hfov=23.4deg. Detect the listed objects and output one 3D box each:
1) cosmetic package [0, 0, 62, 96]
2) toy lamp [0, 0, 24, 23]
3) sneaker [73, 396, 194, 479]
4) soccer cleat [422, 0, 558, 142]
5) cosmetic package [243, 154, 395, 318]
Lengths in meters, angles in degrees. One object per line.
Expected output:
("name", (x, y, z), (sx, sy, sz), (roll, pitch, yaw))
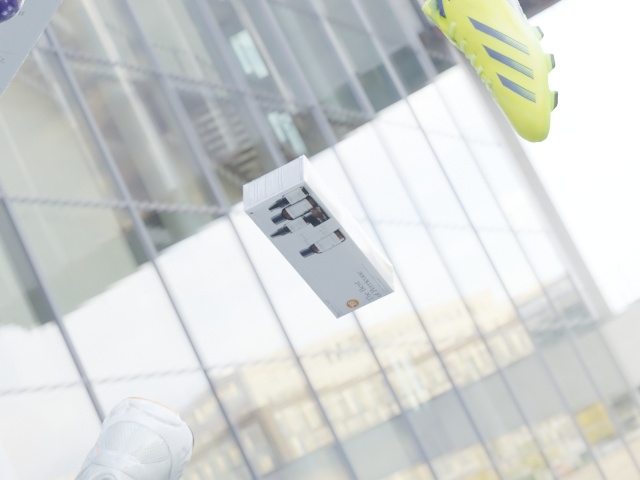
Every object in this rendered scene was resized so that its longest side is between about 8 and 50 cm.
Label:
("cosmetic package", (-0.523, -0.428, 1.983), (0.327, 0.329, 0.393), (4, -49, -50))
("toy lamp", (-0.179, -0.259, 1.462), (0.275, 0.080, 0.080), (-10, -12, 6))
("sneaker", (-0.195, 0.258, 1.335), (0.121, 0.099, 0.262), (-52, -16, -54))
("soccer cleat", (0.177, -0.236, 1.713), (0.121, 0.289, 0.093), (-15, -10, -12))
("cosmetic package", (0.000, 0.000, 2.093), (0.099, 0.060, 0.239), (-25, -52, 20))
